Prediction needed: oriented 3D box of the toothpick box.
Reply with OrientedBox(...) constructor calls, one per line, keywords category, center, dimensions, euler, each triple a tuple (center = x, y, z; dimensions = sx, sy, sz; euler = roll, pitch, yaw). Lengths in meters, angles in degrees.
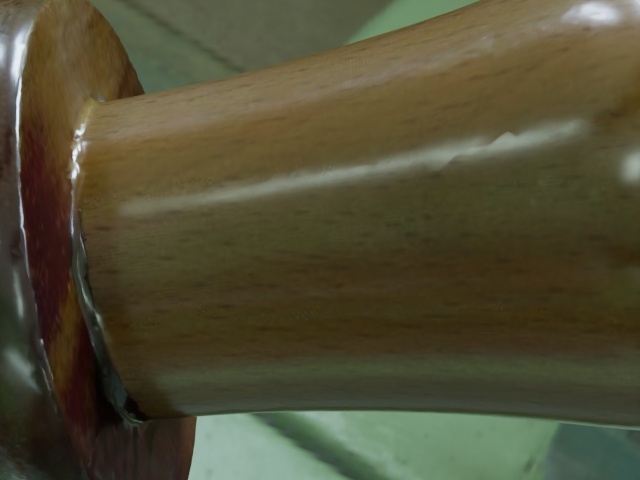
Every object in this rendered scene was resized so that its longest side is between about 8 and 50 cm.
OrientedBox(category="toothpick box", center=(0.000, 0.000, 0.599), dimensions=(0.294, 0.192, 0.192), euler=(-7, 46, 10))
